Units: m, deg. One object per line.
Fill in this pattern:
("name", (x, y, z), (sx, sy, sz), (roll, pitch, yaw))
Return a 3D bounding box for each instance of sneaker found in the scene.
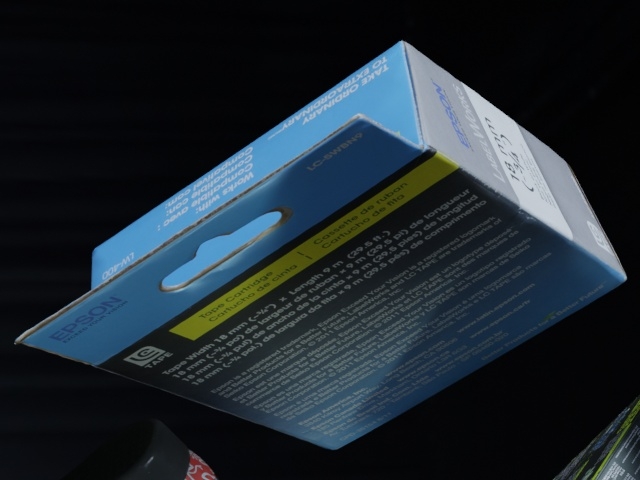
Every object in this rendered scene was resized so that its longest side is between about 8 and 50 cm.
("sneaker", (-0.159, 0.236, 1.235), (0.270, 0.145, 0.090), (-34, -157, 20))

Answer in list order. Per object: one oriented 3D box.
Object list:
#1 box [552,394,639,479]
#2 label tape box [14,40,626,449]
("box", (0.165, 0.187, 1.245), (0.045, 0.191, 0.184), (42, -46, 3))
("label tape box", (0.000, 0.000, 1.127), (0.241, 0.334, 0.106), (-33, -121, 20))
